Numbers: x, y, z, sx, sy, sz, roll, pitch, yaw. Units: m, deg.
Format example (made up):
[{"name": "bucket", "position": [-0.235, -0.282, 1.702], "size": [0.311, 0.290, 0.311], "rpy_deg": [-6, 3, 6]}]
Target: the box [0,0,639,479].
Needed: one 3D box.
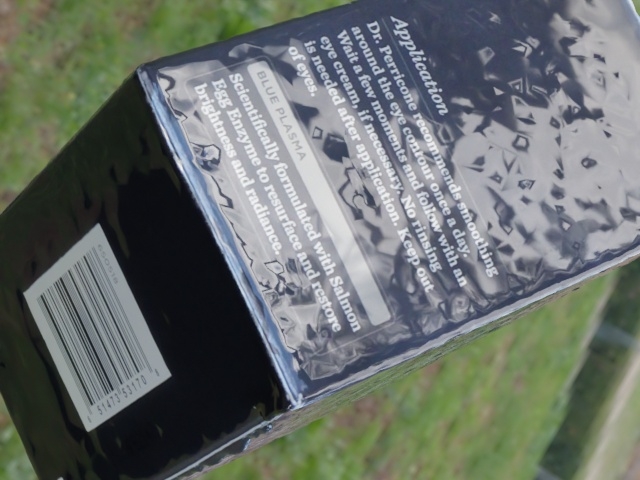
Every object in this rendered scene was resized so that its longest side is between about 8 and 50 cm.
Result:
[{"name": "box", "position": [0.000, 0.000, 0.508], "size": [0.158, 0.093, 0.156], "rpy_deg": [-21, 172, -34]}]
